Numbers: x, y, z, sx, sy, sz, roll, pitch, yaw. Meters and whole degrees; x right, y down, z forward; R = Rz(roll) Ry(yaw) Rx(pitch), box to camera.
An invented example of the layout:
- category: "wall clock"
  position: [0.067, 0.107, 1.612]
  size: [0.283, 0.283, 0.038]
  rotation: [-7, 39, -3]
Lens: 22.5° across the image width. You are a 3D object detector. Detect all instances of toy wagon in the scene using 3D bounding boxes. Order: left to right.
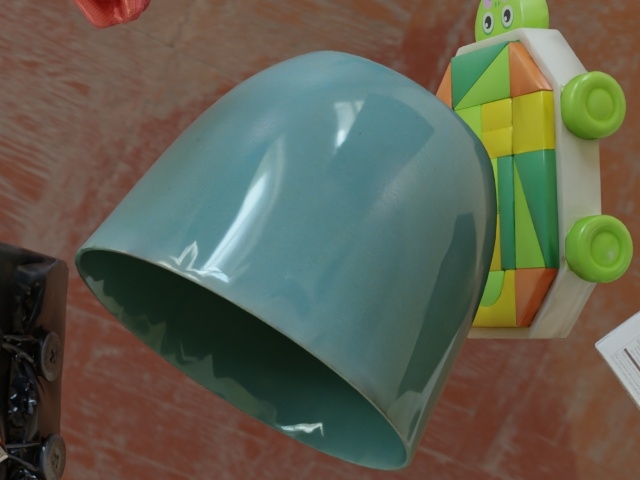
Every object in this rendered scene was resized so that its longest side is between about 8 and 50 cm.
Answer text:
- category: "toy wagon"
  position: [0.167, -0.085, 1.422]
  size: [0.068, 0.267, 0.344]
  rotation: [-1, 88, -26]

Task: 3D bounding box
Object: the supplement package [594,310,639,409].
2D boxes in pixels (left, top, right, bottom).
- category: "supplement package"
  position: [0.351, 0.066, 1.244]
  size: [0.244, 0.134, 0.139]
  rotation: [-35, 81, 5]

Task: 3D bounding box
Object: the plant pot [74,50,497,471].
- category: "plant pot"
  position: [0.000, 0.000, 1.232]
  size: [0.293, 0.293, 0.235]
  rotation: [42, 69, -24]

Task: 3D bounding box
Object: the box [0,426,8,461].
- category: "box"
  position: [-0.285, 0.079, 0.914]
  size: [0.114, 0.036, 0.207]
  rotation: [-36, 120, -2]

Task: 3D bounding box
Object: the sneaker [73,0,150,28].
- category: "sneaker"
  position: [-0.172, -0.246, 0.988]
  size: [0.314, 0.116, 0.136]
  rotation: [48, 37, -55]

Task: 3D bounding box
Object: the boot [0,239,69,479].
- category: "boot"
  position: [-0.246, 0.237, 1.279]
  size: [0.146, 0.367, 0.445]
  rotation: [-8, 75, 5]
